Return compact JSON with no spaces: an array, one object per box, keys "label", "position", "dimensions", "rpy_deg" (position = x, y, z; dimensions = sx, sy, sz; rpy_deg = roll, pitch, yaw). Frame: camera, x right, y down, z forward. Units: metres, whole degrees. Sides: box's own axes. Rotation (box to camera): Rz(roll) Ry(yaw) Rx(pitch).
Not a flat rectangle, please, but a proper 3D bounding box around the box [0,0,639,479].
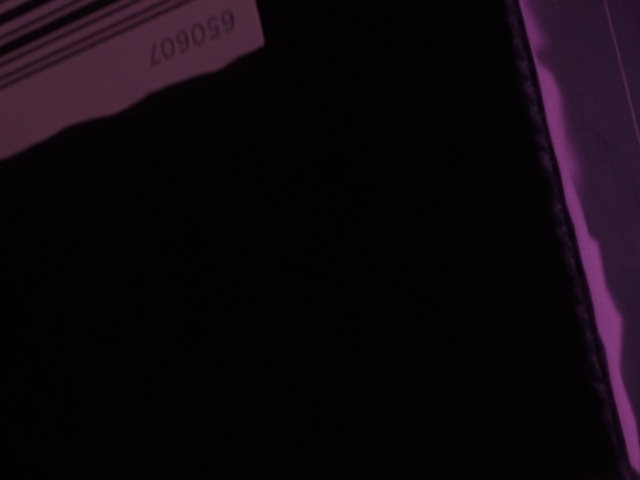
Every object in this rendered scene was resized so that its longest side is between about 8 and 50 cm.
[{"label":"box","position":[0.059,-0.118,0.758],"dimensions":[0.472,0.297,0.480],"rpy_deg":[2,72,-54]}]
